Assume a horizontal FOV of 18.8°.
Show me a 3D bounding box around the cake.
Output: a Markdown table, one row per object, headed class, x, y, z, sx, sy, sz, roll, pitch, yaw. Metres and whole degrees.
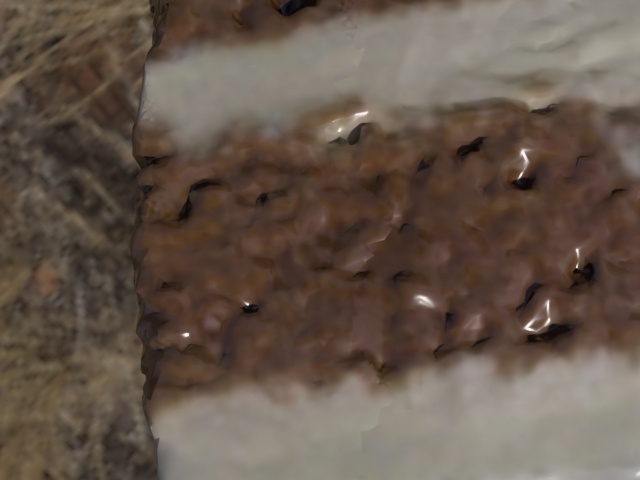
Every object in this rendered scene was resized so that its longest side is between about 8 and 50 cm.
| class | x | y | z | sx | sy | sz | roll | pitch | yaw |
| --- | --- | --- | --- | --- | --- | --- | --- | --- | --- |
| cake | 0.032 | 0.007 | 0.407 | 0.135 | 0.147 | 0.135 | -10 | 155 | 2 |
